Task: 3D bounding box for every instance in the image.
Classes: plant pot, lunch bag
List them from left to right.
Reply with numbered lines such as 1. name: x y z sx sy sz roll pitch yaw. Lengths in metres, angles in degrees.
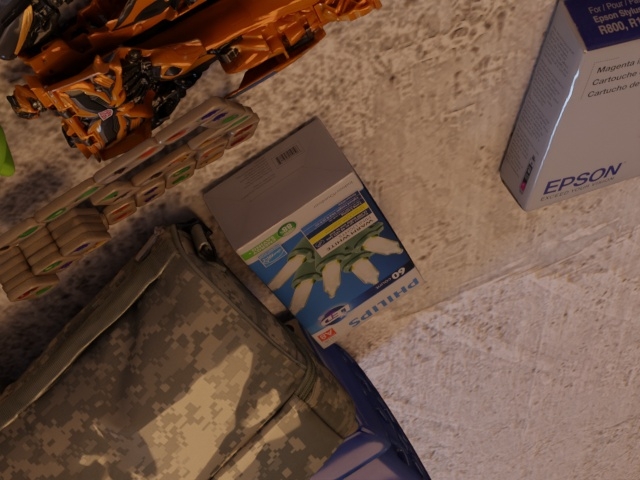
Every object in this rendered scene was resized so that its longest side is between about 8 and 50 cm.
1. lunch bag: -0.154 0.157 1.387 0.305 0.212 0.256 -44 131 0
2. plant pot: -0.032 0.233 1.607 0.236 0.236 0.212 -31 142 -1

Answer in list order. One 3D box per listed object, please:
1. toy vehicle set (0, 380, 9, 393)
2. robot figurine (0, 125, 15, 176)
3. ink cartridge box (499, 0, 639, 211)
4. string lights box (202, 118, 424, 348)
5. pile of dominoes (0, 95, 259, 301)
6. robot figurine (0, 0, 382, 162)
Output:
1. toy vehicle set: -0.380 0.193 1.433 0.166 0.035 0.267 -36 148 8
2. robot figurine: -0.286 -0.073 1.105 0.101 0.067 0.115 -35 149 22
3. ink cartridge box: 0.367 -0.191 1.494 0.324 0.071 0.330 -17 147 -21
4. string lights box: 0.000 0.000 1.442 0.133 0.077 0.260 -34 149 3
5. pile of dominoes: -0.153 -0.030 1.213 0.251 0.040 0.196 -31 174 12
6. robot figurine: -0.105 -0.165 1.111 0.291 0.085 0.211 -31 149 0
